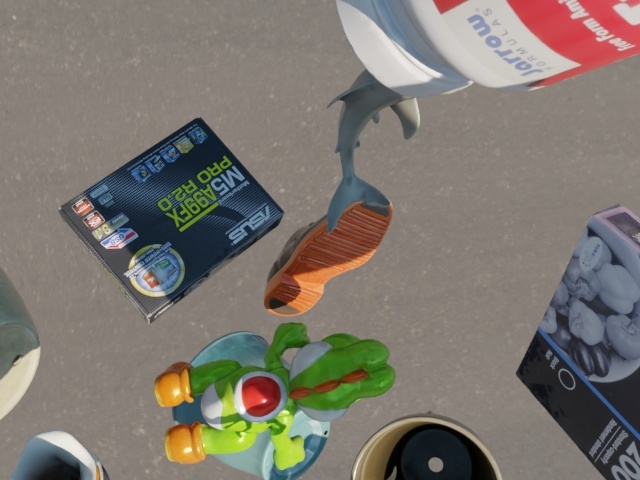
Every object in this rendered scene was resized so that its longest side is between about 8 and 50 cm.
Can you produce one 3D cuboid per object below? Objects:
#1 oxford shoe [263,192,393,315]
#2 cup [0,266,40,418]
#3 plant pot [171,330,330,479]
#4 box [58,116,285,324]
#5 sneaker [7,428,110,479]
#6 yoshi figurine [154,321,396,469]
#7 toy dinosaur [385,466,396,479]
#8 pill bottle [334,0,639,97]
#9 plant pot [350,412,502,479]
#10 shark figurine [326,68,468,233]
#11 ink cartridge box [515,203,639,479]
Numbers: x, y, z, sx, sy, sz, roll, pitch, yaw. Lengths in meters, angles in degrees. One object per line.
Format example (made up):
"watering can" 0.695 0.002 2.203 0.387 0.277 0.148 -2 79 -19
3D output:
"oxford shoe" 0.000 0.000 1.294 0.130 0.364 0.132 24 43 -27
"cup" -0.540 0.142 0.946 0.237 0.331 0.331 21 65 18
"plant pot" -0.129 0.368 1.437 0.272 0.255 0.271 -24 127 -36
"box" -0.227 -0.037 1.064 0.270 0.060 0.216 -38 82 -21
"sneaker" -0.256 0.305 0.563 0.126 0.127 0.321 -8 34 1
"yoshi figurine" -0.058 0.235 1.074 0.362 0.203 0.203 -15 123 8
"toy dinosaur" 0.034 0.333 0.820 0.183 0.053 0.092 -12 67 -22
"pill bottle" 0.195 -0.242 0.482 0.229 0.408 0.228 6 80 -34
"plant pot" 0.250 0.542 1.553 0.323 0.280 0.323 -1 84 14
"shark figurine" 0.046 -0.150 0.847 0.116 0.278 0.166 -25 69 -41
"ink cartridge box" 0.254 0.113 0.511 0.045 0.206 0.208 -20 50 -25
